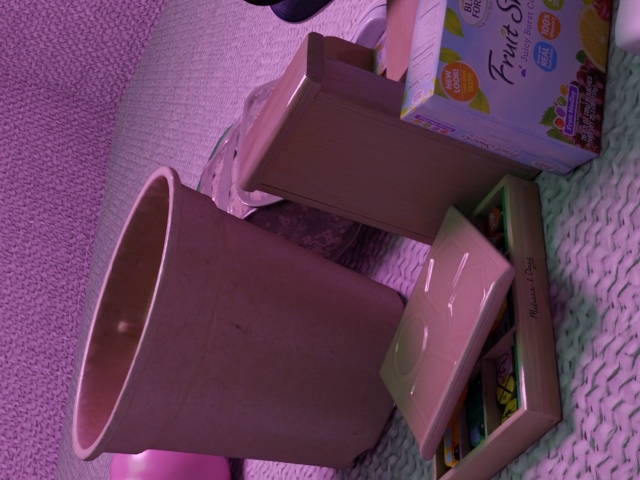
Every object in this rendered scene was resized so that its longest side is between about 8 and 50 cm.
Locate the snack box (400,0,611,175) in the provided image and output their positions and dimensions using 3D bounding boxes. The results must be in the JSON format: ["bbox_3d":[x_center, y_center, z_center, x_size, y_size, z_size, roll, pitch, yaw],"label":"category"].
[{"bbox_3d":[0.175,-0.184,1.165,0.070,0.174,0.207,-36,40,60],"label":"snack box"}]

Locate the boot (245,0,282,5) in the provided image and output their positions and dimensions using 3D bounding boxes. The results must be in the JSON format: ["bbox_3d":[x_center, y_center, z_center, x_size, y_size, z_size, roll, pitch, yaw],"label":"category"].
[{"bbox_3d":[0.024,-0.391,1.250,0.264,0.096,0.280,-26,49,39],"label":"boot"}]

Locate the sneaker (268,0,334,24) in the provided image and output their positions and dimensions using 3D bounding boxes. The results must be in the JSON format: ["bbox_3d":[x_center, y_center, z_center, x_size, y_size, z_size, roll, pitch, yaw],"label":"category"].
[{"bbox_3d":[0.011,-0.347,1.406,0.282,0.099,0.153,-52,3,27],"label":"sneaker"}]

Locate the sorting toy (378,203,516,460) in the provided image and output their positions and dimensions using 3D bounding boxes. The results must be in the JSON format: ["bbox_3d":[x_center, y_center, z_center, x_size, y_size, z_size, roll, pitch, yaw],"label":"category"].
[{"bbox_3d":[0.120,0.082,1.197,0.208,0.038,0.193,-113,43,-70],"label":"sorting toy"}]

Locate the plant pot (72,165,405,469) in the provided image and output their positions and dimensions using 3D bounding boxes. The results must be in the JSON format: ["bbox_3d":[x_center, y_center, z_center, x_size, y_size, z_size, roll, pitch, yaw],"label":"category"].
[{"bbox_3d":[-0.083,0.120,1.436,0.334,0.305,0.334,-162,90,-73],"label":"plant pot"}]

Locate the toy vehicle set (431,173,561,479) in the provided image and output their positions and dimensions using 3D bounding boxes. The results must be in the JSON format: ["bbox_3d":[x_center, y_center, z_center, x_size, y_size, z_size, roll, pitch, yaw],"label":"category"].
[{"bbox_3d":[0.156,0.088,1.195,0.166,0.035,0.267,126,154,-45],"label":"toy vehicle set"}]

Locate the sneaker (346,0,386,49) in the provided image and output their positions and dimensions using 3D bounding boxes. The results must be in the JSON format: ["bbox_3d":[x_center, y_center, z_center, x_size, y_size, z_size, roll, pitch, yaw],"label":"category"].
[{"bbox_3d":[0.062,-0.237,1.721,0.258,0.094,0.091,-47,10,48],"label":"sneaker"}]

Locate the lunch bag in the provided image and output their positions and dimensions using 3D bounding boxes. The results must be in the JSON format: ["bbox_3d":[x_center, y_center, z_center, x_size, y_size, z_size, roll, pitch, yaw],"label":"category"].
[{"bbox_3d":[-0.042,-0.076,1.636,0.287,0.169,0.235,-48,29,40],"label":"lunch bag"}]

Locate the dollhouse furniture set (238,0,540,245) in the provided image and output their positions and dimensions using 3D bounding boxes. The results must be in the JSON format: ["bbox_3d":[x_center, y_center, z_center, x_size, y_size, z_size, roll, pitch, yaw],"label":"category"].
[{"bbox_3d":[0.073,-0.213,1.362,0.362,0.256,0.394,127,153,-46],"label":"dollhouse furniture set"}]

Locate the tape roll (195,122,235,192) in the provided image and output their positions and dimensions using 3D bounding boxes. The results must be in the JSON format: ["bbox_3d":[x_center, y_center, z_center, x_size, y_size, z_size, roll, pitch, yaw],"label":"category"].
[{"bbox_3d":[-0.157,-0.039,2.175,0.321,0.077,0.321,-164,90,-72],"label":"tape roll"}]

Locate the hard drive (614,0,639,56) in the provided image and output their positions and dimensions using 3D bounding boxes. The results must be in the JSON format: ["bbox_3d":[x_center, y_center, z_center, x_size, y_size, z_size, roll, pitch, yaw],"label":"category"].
[{"bbox_3d":[0.353,-0.288,0.941,0.353,0.047,0.233,164,121,-68],"label":"hard drive"}]

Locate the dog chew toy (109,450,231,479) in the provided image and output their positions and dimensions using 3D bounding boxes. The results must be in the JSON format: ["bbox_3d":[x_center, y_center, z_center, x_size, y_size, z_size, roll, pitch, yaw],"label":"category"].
[{"bbox_3d":[-0.221,0.359,1.827,0.206,0.207,0.332,-38,30,61],"label":"dog chew toy"}]
